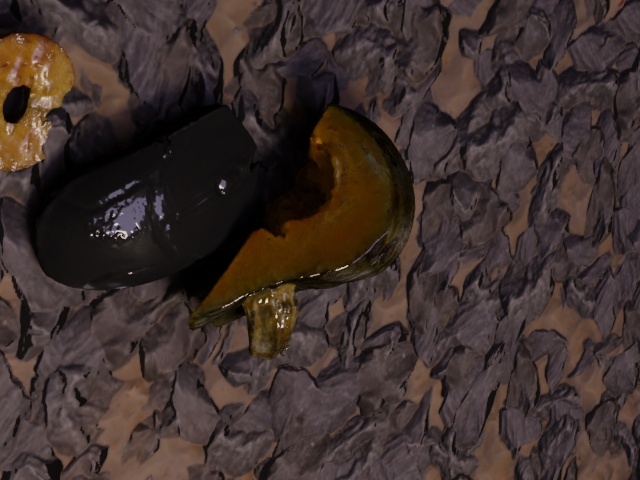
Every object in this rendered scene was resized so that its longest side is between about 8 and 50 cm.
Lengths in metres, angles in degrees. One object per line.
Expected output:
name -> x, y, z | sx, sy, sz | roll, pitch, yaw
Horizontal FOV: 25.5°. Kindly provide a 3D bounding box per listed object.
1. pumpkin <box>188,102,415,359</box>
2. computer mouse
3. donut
pumpkin -> 0.000, 0.006, 1.253 | 0.126, 0.131, 0.248 | 33, 84, 1
computer mouse -> -0.135, -0.031, 1.175 | 0.217, 0.073, 0.122 | -30, 126, -35
donut -> -0.241, -0.110, 1.071 | 0.097, 0.043, 0.108 | 30, 85, -45
